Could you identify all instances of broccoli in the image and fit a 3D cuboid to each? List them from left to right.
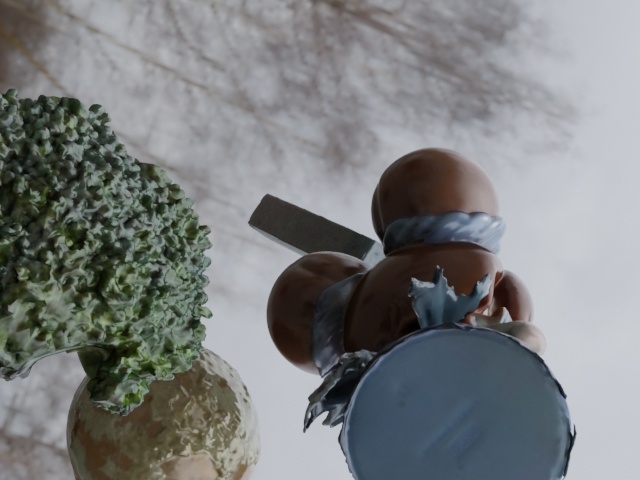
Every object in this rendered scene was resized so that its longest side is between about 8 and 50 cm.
[{"bbox_3d":[-0.216,0.006,1.153,0.235,0.288,0.260,-37,177,-5],"label":"broccoli"}]

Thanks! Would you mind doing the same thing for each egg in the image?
[{"bbox_3d":[-0.166,0.199,1.542,0.245,0.203,0.203,23,-88,66],"label":"egg"}]

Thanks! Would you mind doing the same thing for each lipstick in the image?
[{"bbox_3d":[0.000,0.000,2.371,0.317,0.068,0.066,25,-98,53],"label":"lipstick"}]

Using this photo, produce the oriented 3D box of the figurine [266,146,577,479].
[{"bbox_3d":[0.090,0.096,1.378,0.276,0.248,0.388,-42,-172,13],"label":"figurine"}]
